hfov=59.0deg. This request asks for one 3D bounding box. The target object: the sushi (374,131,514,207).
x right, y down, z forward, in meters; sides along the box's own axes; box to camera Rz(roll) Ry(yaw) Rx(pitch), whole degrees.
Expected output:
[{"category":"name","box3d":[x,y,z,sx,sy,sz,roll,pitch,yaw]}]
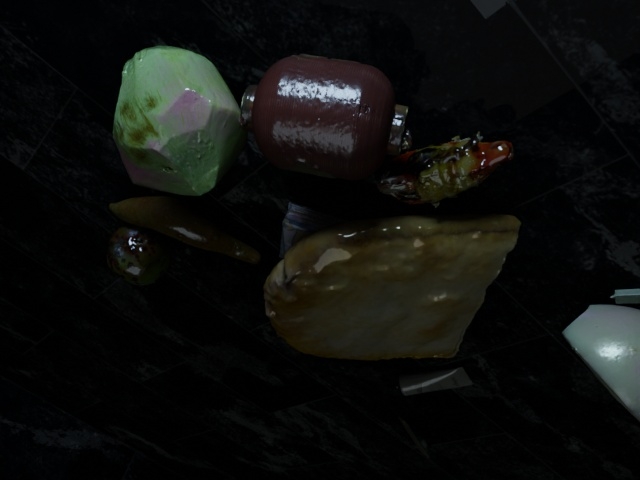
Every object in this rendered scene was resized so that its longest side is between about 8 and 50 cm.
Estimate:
[{"category":"sushi","box3d":[0.197,-0.109,0.901,0.226,0.103,0.097,-10,104,34]}]

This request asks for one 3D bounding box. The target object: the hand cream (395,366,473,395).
[{"category":"hand cream","box3d":[0.274,0.347,1.397,0.186,0.054,0.087,-15,133,26]}]

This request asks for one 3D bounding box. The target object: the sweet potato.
[{"category":"sweet potato","box3d":[-0.284,-0.034,1.192,0.346,0.079,0.108,22,168,-4]}]

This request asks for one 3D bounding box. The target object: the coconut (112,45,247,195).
[{"category":"coconut","box3d":[-0.223,-0.174,0.894,0.235,0.236,0.204,2,174,20]}]

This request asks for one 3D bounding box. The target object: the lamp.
[{"category":"lamp","box3d":[0.012,-0.182,0.844,0.258,0.180,0.180,10,138,7]}]

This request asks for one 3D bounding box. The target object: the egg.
[{"category":"egg","box3d":[0.590,0.223,1.037,0.162,0.206,0.271,-43,124,12]}]

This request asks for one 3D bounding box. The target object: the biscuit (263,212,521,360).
[{"category":"biscuit","box3d":[0.114,0.108,1.099,0.446,0.104,0.429,-3,141,-2]}]

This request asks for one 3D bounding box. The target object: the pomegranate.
[{"category":"pomegranate","box3d":[-0.403,0.028,1.271,0.148,0.148,0.169,31,172,-12]}]

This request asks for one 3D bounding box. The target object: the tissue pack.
[{"category":"tissue pack","box3d":[0.000,0.000,1.116,0.155,0.065,0.115,16,141,6]}]

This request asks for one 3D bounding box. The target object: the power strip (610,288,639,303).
[{"category":"power strip","box3d":[0.574,0.101,1.030,0.083,0.017,0.027,-4,133,25]}]

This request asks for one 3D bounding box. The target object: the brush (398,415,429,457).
[{"category":"brush","box3d":[0.279,0.568,1.649,0.034,0.027,0.190,26,153,58]}]
